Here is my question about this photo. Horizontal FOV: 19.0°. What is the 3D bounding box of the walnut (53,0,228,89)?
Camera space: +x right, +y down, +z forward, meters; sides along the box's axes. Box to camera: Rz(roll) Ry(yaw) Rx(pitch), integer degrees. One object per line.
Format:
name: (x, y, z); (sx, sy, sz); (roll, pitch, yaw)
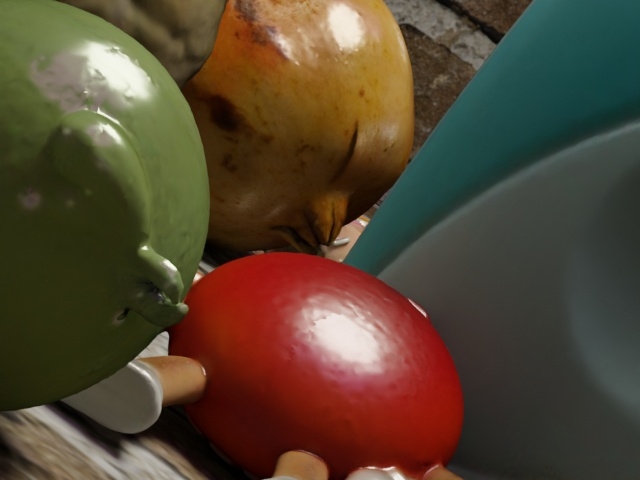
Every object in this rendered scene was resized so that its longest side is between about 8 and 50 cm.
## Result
walnut: (-0.157, -0.174, 1.099); (0.248, 0.248, 0.248); (35, 6, -4)

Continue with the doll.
doll: (-0.017, 0.060, 0.789); (0.183, 0.085, 0.217); (34, 23, 8)

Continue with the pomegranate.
pomegranate: (-0.039, -0.089, 1.259); (0.209, 0.209, 0.209); (35, 6, -4)

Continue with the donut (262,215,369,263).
donut: (0.000, 0.000, 1.405); (0.117, 0.065, 0.166); (30, 9, -36)

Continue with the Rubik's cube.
Rubik's cube: (0.250, 0.060, 0.953); (0.352, 0.351, 0.347); (42, 9, 34)

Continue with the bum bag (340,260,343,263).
bum bag: (0.032, 0.041, 1.092); (0.060, 0.106, 0.232); (59, 7, 4)

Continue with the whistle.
whistle: (-0.156, -0.029, 0.637); (0.294, 0.141, 0.141); (17, -3, 28)
